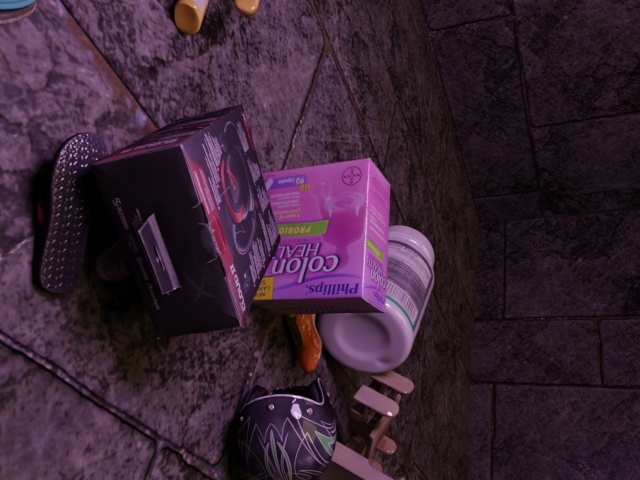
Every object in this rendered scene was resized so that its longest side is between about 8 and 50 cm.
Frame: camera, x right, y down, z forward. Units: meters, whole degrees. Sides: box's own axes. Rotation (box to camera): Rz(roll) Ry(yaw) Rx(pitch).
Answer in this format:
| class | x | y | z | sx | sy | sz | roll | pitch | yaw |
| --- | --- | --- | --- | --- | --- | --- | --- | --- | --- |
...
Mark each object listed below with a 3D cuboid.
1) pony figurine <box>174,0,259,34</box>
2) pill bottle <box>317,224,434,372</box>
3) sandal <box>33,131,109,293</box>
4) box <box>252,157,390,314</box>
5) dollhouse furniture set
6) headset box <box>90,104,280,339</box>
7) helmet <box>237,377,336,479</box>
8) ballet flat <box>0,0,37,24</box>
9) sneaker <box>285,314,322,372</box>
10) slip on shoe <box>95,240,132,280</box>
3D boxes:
| class | x | y | z | sx | sy | sz | roll | pitch | yaw |
| --- | --- | --- | --- | --- | --- | --- | --- | --- | --- |
| pony figurine | -0.109 | -0.529 | 0.842 | 0.351 | 0.303 | 0.363 | 107 | -3 | -49 |
| pill bottle | 0.146 | 0.117 | 1.294 | 0.361 | 0.204 | 0.204 | -51 | 131 | -56 |
| sandal | -0.277 | -0.033 | 0.609 | 0.067 | 0.040 | 0.179 | 18 | 83 | -58 |
| box | 0.000 | 0.000 | 0.986 | 0.117 | 0.214 | 0.242 | 37 | 53 | -59 |
| dollhouse furniture set | 0.126 | 0.428 | 1.168 | 0.242 | 0.161 | 0.212 | -39 | 145 | -48 |
| headset box | -0.150 | -0.033 | 0.709 | 0.293 | 0.110 | 0.218 | -75 | 153 | -67 |
| helmet | -0.052 | 0.299 | 0.883 | 0.161 | 0.170 | 0.169 | -67 | 147 | -74 |
| ballet flat | -0.357 | -0.207 | 0.367 | 0.348 | 0.123 | 0.123 | -25 | 108 | -68 |
| sneaker | -0.039 | 0.163 | 1.076 | 0.067 | 0.064 | 0.175 | 3 | 77 | -45 |
| slip on shoe | -0.222 | 0.004 | 0.706 | 0.135 | 0.041 | 0.051 | -53 | 133 | -56 |
